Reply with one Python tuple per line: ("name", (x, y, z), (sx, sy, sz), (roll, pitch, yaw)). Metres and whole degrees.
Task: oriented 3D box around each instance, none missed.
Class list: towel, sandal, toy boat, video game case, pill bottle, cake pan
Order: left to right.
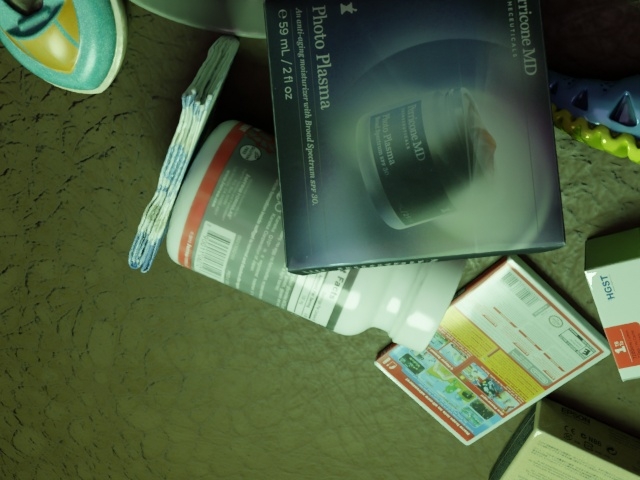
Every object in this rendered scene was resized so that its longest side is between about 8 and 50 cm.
("toy boat", (-0.412, -0.284, 1.233), (0.318, 0.148, 0.267), (-23, 110, 26))
("towel", (-0.179, -0.117, 1.221), (0.034, 0.209, 0.285), (22, 124, -6))
("cake pan", (-0.103, -0.308, 1.077), (0.293, 0.293, 0.054), (7, 83, 13))
("pill bottle", (0.000, 0.000, 1.234), (0.363, 0.210, 0.210), (23, 123, 3))
("video game case", (0.246, 0.166, 1.363), (0.204, 0.025, 0.285), (42, 121, -9))
("sandal", (0.402, -0.150, 1.086), (0.317, 0.126, 0.138), (20, 101, 13))

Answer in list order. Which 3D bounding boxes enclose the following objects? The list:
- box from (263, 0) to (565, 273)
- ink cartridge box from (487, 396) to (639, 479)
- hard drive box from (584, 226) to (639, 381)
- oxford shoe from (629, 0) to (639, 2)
("box", (0.101, -0.121, 1.037), (0.294, 0.183, 0.296), (-6, 87, 3))
("ink cartridge box", (0.390, 0.366, 1.396), (0.234, 0.088, 0.193), (25, 124, 1))
("hard drive box", (0.479, 0.066, 1.198), (0.232, 0.089, 0.181), (-16, 112, 25))
("oxford shoe", (0.417, -0.334, 1.006), (0.076, 0.076, 0.212), (6, 144, -34))
